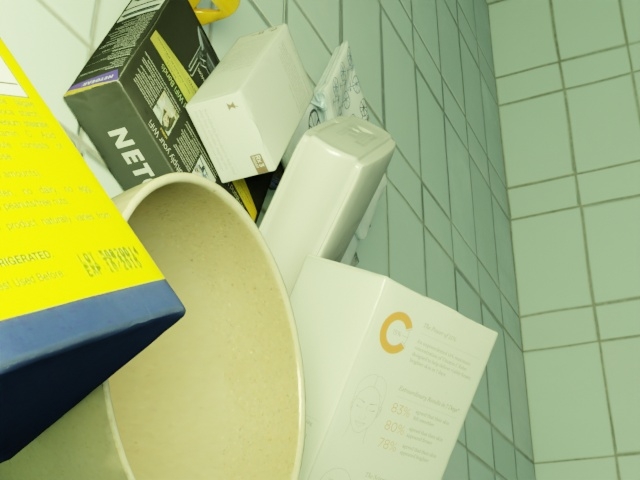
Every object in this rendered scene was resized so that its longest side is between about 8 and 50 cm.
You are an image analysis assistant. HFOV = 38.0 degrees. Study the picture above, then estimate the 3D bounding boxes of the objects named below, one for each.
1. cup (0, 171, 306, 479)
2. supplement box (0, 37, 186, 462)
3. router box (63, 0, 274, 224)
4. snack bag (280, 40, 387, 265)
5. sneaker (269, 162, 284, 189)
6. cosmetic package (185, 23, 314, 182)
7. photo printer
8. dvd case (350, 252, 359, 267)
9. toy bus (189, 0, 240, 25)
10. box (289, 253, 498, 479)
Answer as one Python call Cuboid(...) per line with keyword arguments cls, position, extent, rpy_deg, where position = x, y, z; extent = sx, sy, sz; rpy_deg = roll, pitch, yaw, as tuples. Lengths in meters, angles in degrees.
Cuboid(cls="cup", position=(-0.189, 0.125, 0.829), extent=(0.331, 0.237, 0.331), rpy_deg=(-11, 90, -69))
Cuboid(cls="supplement box", position=(-0.287, -0.032, 0.563), extent=(0.356, 0.195, 0.194), rpy_deg=(55, 20, 9))
Cuboid(cls="router box", position=(-0.176, -0.133, 1.196), extent=(0.243, 0.081, 0.309), rpy_deg=(-75, 146, -49))
Cuboid(cls="snack bag", position=(0.031, -0.117, 1.574), extent=(0.342, 0.037, 0.323), rpy_deg=(-65, 146, -46))
Cuboid(cls="sneaker", position=(-0.096, -0.168, 1.400), extent=(0.083, 0.087, 0.221), rpy_deg=(-74, 145, -48))
Cuboid(cls="cosmetic package", position=(-0.086, -0.185, 1.223), extent=(0.231, 0.085, 0.117), rpy_deg=(-66, 138, -54))
Cuboid(cls="photo printer", position=(-0.015, -0.014, 1.312), extent=(0.307, 0.107, 0.256), rpy_deg=(-64, 172, 18))
Cuboid(cls="dvd case", position=(0.000, 0.000, 1.624), extent=(0.238, 0.030, 0.179), rpy_deg=(-46, 121, -65))
Cuboid(cls="toy bus", position=(-0.187, -0.388, 1.269), extent=(0.202, 0.104, 0.191), rpy_deg=(-48, 123, -64))
Cuboid(cls="box", position=(0.040, 0.222, 1.163), extent=(0.215, 0.168, 0.345), rpy_deg=(27, 83, -37))
